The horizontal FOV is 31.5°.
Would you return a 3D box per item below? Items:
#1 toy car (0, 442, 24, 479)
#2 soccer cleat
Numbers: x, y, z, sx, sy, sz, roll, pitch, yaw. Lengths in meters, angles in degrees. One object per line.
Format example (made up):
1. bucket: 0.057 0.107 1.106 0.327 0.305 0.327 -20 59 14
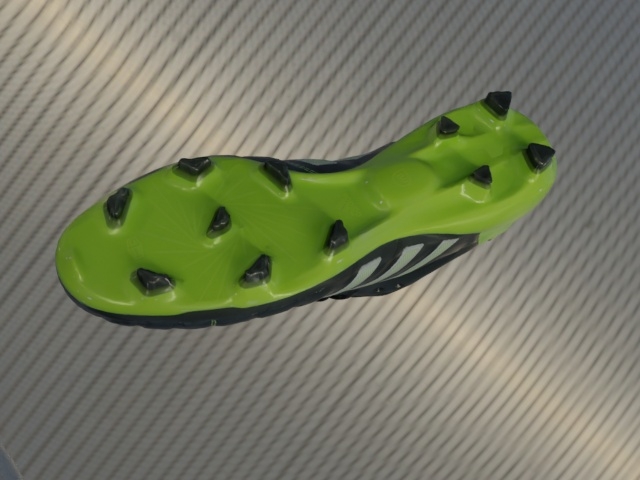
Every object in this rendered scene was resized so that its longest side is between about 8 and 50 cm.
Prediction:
1. toy car: -0.119 0.140 0.277 0.159 0.182 0.136 -34 147 -43
2. soccer cleat: 0.000 0.000 0.382 0.179 0.060 0.072 -15 152 -23
